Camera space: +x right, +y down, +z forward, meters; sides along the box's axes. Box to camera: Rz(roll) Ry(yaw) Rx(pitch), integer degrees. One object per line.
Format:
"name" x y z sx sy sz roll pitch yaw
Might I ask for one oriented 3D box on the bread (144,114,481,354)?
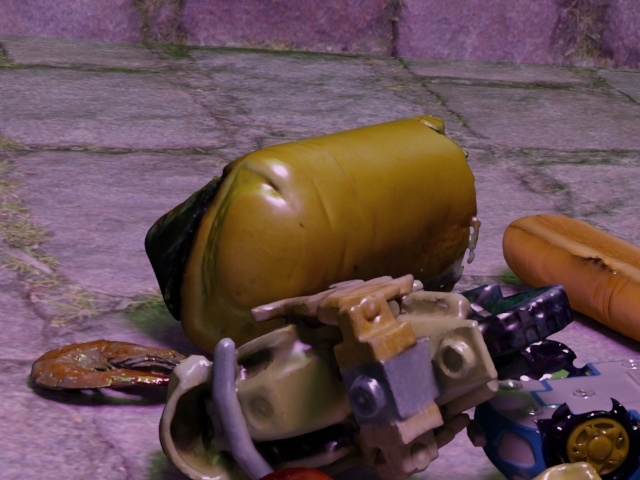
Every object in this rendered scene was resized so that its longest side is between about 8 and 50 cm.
"bread" 0.000 0.000 1.791 0.376 0.251 0.208 -12 68 -51

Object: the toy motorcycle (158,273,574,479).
"toy motorcycle" 0.017 0.119 1.446 0.410 0.168 0.237 -21 3 44

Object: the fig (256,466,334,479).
"fig" -0.013 0.249 1.296 0.153 0.119 0.119 53 30 5

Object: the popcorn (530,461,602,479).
"popcorn" 0.145 0.256 1.143 0.198 0.212 0.198 9 0 0

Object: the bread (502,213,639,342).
"bread" 0.350 0.053 1.977 0.142 0.091 0.305 1 19 -40

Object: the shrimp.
"shrimp" -0.189 0.128 1.628 0.190 0.042 0.101 2 20 11

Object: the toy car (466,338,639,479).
"toy car" 0.284 0.181 1.471 0.314 0.166 0.198 -5 14 -8
